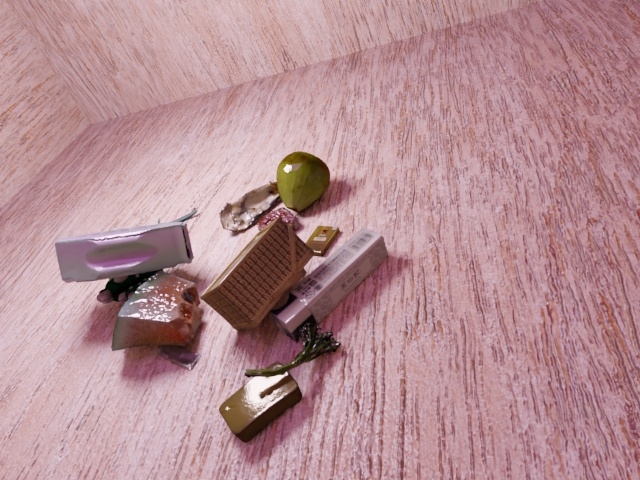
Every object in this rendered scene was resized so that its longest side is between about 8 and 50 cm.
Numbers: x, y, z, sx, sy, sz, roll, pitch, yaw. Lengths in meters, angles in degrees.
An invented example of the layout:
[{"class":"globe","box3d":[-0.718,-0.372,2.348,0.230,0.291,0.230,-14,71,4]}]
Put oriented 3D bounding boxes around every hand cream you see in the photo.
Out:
[{"class":"hand cream","box3d":[-0.443,0.354,1.562,0.165,0.037,0.057,12,48,30]}]

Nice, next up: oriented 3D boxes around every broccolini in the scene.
[{"class":"broccolini","box3d":[-0.086,0.289,1.342,0.271,0.062,0.123,-17,28,-26]}]

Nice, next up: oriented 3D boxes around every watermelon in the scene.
[{"class":"watermelon","box3d":[-0.530,0.221,1.644,0.301,0.151,0.264,-7,24,16]}]

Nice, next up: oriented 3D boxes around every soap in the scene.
[{"class":"soap","box3d":[-0.682,0.035,1.794,0.445,0.156,0.261,-8,8,-5]}]

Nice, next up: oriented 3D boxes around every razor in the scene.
[{"class":"razor","box3d":[-0.624,-0.094,2.219,0.191,0.037,0.068,-21,41,1]}]

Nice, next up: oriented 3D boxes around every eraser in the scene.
[{"class":"eraser","box3d":[0.034,0.126,1.516,0.404,0.096,0.098,-41,40,-21]}]

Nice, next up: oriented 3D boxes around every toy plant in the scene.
[{"class":"toy plant","box3d":[-0.704,0.163,1.875,0.243,0.113,0.233,-7,22,19]}]

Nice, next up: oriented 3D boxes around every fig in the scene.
[{"class":"fig","box3d":[-0.079,-0.233,1.944,0.207,0.207,0.230,17,51,42]}]

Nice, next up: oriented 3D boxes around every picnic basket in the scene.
[{"class":"picnic basket","box3d":[-0.180,0.106,1.530,0.313,0.175,0.228,-51,11,-27]}]

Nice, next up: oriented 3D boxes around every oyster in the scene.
[{"class":"oyster","box3d":[-0.255,-0.144,2.044,0.344,0.079,0.129,-36,71,-21]}]

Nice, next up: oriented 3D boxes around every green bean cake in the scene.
[{"class":"green bean cake","box3d":[-0.160,-0.060,1.895,0.135,0.056,0.135,-33,36,-14]}]

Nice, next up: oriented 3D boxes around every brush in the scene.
[{"class":"brush","box3d":[-0.151,0.412,1.291,0.197,0.059,0.123,-35,34,-16]}]

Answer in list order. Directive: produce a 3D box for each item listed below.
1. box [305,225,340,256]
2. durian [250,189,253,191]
[{"class":"box","box3d":[0.000,0.000,1.756,0.090,0.023,0.133,6,45,33]},{"class":"durian","box3d":[-0.282,-0.182,2.147,0.066,0.052,0.130,-55,24,24]}]
